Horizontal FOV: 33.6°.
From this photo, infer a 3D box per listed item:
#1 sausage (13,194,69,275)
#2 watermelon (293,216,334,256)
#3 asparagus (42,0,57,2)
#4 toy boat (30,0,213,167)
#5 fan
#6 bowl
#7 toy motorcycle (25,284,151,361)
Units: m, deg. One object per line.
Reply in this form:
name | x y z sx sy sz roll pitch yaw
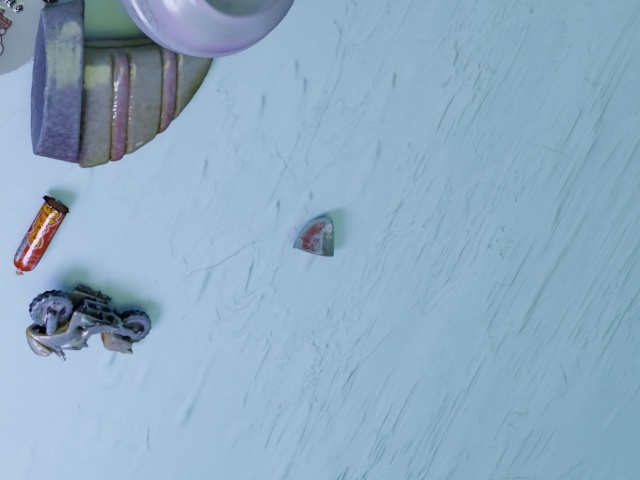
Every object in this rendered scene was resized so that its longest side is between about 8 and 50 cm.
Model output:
sausage | -0.462 -0.002 1.724 0.050 0.048 0.145 26 109 -24
watermelon | 0.000 0.000 1.879 0.085 0.061 0.085 -8 129 -11
asparagus | -0.486 -0.398 1.510 0.248 0.025 0.024 27 77 -30
toy boat | -0.319 -0.220 1.624 0.293 0.111 0.276 10 120 -34
fan | -0.536 -0.275 1.553 0.329 0.009 0.191 -44 125 12
bowl | -0.143 -0.402 1.521 0.287 0.144 0.287 -8 108 -27
toy motorcycle | -0.404 0.150 1.807 0.229 0.094 0.130 19 115 -41
